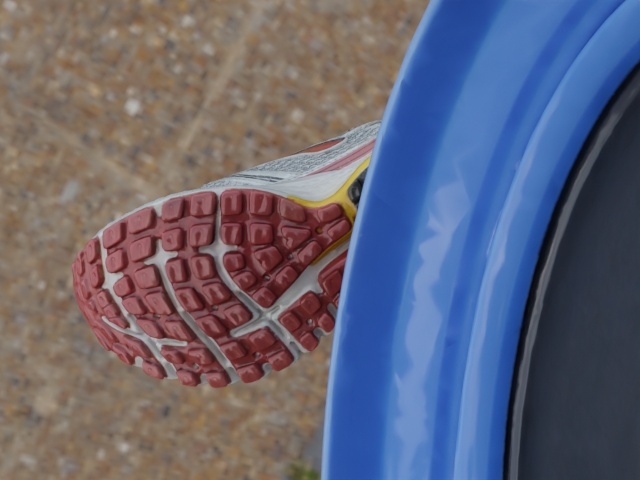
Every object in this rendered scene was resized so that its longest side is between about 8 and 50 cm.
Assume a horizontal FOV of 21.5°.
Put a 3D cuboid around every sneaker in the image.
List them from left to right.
[{"bbox_3d":[0.000,0.000,0.744,0.225,0.093,0.088,-15,103,8],"label":"sneaker"}]

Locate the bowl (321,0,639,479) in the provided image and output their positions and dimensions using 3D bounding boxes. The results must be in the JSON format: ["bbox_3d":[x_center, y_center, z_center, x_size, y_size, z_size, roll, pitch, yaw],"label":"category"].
[{"bbox_3d":[0.090,0.087,0.479,0.391,0.077,0.391,-176,90,-73],"label":"bowl"}]
